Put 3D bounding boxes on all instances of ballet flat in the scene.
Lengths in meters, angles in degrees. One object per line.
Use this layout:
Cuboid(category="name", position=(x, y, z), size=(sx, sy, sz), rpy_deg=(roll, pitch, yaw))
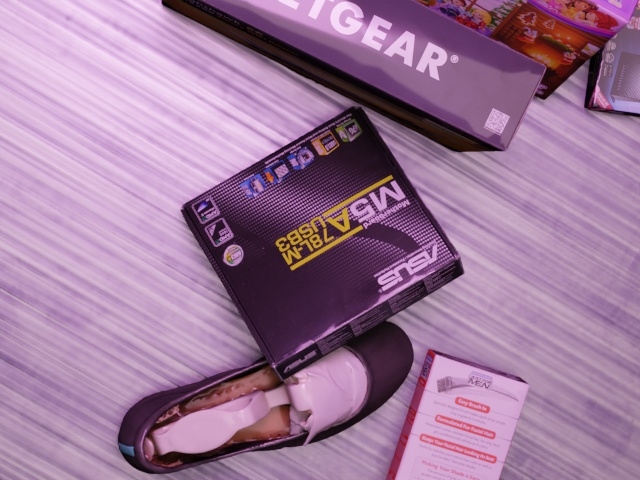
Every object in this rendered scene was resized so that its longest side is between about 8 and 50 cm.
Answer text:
Cuboid(category="ballet flat", position=(-0.043, 0.150, 1.677), size=(0.280, 0.096, 0.095), rpy_deg=(-21, 96, -4))

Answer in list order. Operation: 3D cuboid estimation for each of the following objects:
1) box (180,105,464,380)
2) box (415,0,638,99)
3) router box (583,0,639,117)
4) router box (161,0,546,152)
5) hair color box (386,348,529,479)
Cuboid(category="box", position=(0.000, 0.000, 1.658), size=(0.190, 0.045, 0.184), rpy_deg=(-29, 61, -3))
Cuboid(category="box", position=(0.110, -0.240, 1.617), size=(0.293, 0.201, 0.057), rpy_deg=(28, 70, -5))
Cuboid(category="router box", position=(0.296, -0.173, 1.720), size=(0.092, 0.038, 0.122), rpy_deg=(7, 92, -6))
Cuboid(category="router box", position=(0.018, -0.175, 1.594), size=(0.309, 0.243, 0.081), rpy_deg=(26, 90, -5))
Cuboid(category="hair color box", position=(0.119, 0.193, 1.715), size=(0.093, 0.053, 0.167), rpy_deg=(18, 92, -6))
